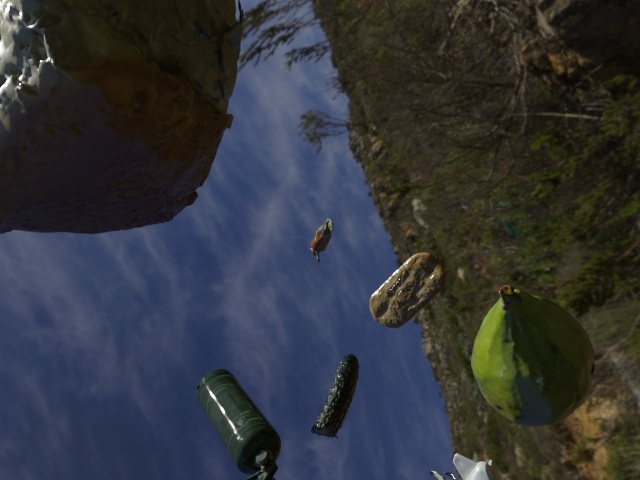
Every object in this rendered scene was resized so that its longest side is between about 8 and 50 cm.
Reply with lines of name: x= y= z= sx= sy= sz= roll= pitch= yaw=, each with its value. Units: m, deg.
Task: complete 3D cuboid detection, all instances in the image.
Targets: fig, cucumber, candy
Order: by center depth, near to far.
fig: x=0.416 y=0.213 z=0.909 sx=0.233 sy=0.314 sz=0.233 roll=0 pitch=-128 yaw=1
cucumber: x=0.048 y=0.359 z=1.107 sx=0.067 sy=0.067 sz=0.245 roll=51 pitch=-144 yaw=-10
candy: x=0.000 y=0.000 z=1.435 sx=0.046 sy=0.182 sz=0.053 roll=-2 pitch=-130 yaw=-20

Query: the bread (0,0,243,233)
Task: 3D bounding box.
bread: x=-0.202 y=-0.151 z=0.446 sx=0.250 sy=0.279 sz=0.225 roll=-8 pitch=-111 yaw=-56

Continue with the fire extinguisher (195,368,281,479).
fire extinguisher: x=-0.160 y=0.372 z=0.937 sx=0.114 sy=0.311 sz=0.095 roll=-31 pitch=-60 yaw=-23

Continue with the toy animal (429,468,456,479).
toy animal: x=0.355 y=0.701 z=1.195 sx=0.073 sy=0.176 sz=0.217 roll=-10 pitch=-96 yaw=-15

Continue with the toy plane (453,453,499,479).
toy plane: x=0.308 y=0.570 z=0.983 sx=0.252 sy=0.118 sz=0.252 roll=-41 pitch=-40 yaw=-48

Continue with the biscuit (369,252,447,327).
biscuit: x=0.137 y=0.081 z=0.754 sx=0.071 sy=0.147 sz=0.018 roll=48 pitch=-158 yaw=15
